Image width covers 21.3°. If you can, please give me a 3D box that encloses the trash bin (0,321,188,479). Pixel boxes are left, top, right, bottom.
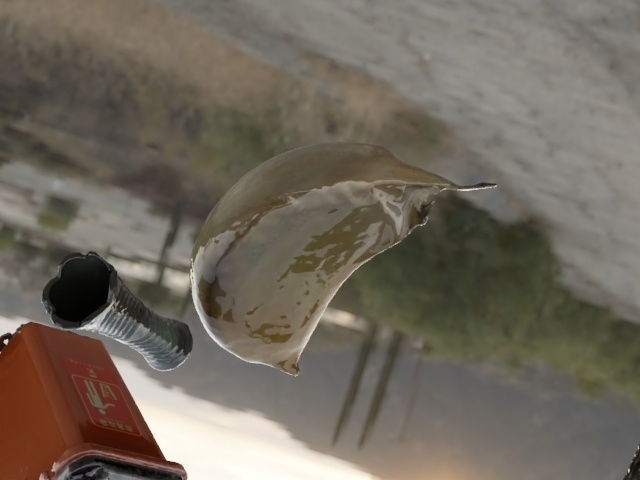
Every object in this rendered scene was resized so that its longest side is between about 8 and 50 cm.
[{"bbox_3d":[-0.269,0.220,1.760,0.161,0.184,0.238,21,-151,-43],"label":"trash bin"}]

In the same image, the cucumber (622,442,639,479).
[{"bbox_3d":[0.445,0.330,2.314,0.077,0.265,0.077,25,-179,-1],"label":"cucumber"}]

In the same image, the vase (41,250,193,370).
[{"bbox_3d":[-0.264,0.106,2.295,0.115,0.115,0.237,17,166,32],"label":"vase"}]

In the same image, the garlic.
[{"bbox_3d":[-0.004,-0.015,1.773,0.196,0.338,0.151,37,-154,-17],"label":"garlic"}]
